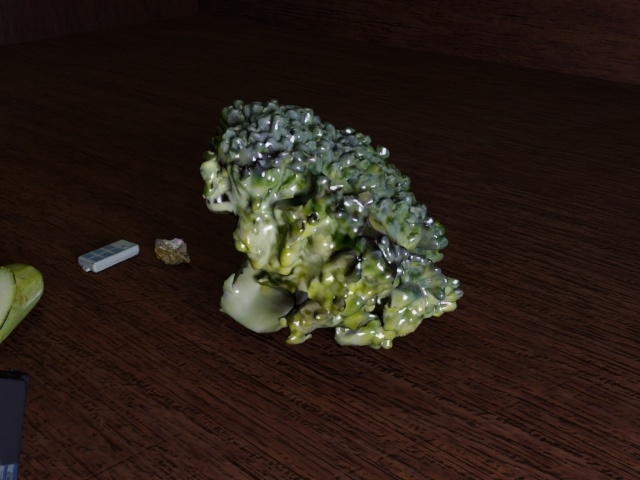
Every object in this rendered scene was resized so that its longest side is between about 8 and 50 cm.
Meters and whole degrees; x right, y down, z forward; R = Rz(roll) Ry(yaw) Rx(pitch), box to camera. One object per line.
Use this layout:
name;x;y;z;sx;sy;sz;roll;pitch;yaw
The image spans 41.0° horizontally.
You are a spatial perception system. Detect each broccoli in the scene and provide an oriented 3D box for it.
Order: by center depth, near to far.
broccoli;0.011;-0.022;1.001;0.324;0.271;0.334;6;14;3

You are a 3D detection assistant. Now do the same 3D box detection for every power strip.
power strip;-0.305;0.021;1.232;0.040;0.016;0.090;16;30;36

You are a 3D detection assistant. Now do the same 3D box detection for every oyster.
oyster;-0.212;0.016;1.222;0.051;0.034;0.093;11;10;-12

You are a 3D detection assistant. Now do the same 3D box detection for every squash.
squash;-0.393;0.066;1.064;0.090;0.075;0.200;-24;18;15

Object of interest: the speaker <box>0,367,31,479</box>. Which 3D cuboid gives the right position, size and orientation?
speaker;-0.361;0.168;0.582;0.232;0.184;0.254;4;-9;10
